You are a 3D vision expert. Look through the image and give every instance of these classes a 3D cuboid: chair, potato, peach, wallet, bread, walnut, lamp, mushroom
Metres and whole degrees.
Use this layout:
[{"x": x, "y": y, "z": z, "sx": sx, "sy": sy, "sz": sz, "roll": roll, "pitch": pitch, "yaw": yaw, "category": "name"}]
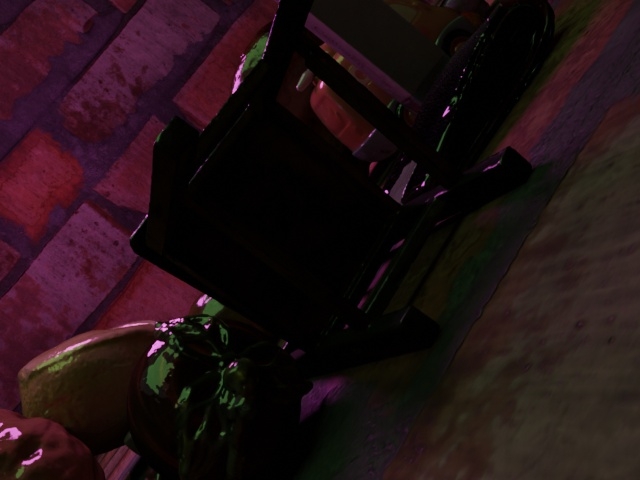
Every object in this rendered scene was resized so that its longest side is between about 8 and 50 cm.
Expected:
[{"x": -0.038, "y": -0.014, "z": 0.742, "sx": 0.203, "sy": 0.241, "sz": 0.416, "roll": -58, "pitch": 9, "yaw": -23, "category": "chair"}, {"x": -0.136, "y": 0.136, "z": 1.134, "sx": 0.176, "sy": 0.137, "sz": 0.137, "roll": -57, "pitch": 8, "yaw": -17, "category": "potato"}, {"x": 0.246, "y": -0.354, "z": 1.339, "sx": 0.098, "sy": 0.061, "sz": 0.098, "roll": -48, "pitch": 15, "yaw": 17, "category": "peach"}, {"x": 0.148, "y": -0.140, "z": 0.896, "sx": 0.262, "sy": 0.071, "sz": 0.221, "roll": -61, "pitch": 9, "yaw": -12, "category": "wallet"}, {"x": -0.421, "y": 0.294, "z": 1.539, "sx": 0.320, "sy": 0.237, "sz": 0.320, "roll": -27, "pitch": -6, "yaw": -3, "category": "bread"}, {"x": -0.533, "y": 0.471, "z": 1.278, "sx": 0.383, "sy": 0.383, "sz": 0.383, "roll": -52, "pitch": 7, "yaw": 9, "category": "walnut"}, {"x": -0.110, "y": 0.143, "z": 0.703, "sx": 0.223, "sy": 0.151, "sz": 0.215, "roll": -38, "pitch": 39, "yaw": 34, "category": "lamp"}, {"x": -0.001, "y": -0.251, "z": 1.364, "sx": 0.239, "sy": 0.345, "sz": 0.345, "roll": 11, "pitch": 55, "yaw": 37, "category": "mushroom"}]

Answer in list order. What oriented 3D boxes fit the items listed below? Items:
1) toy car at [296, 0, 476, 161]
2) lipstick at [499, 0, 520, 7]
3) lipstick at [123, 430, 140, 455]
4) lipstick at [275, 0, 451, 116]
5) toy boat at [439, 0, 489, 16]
[{"x": 0.101, "y": -0.265, "z": 1.206, "sx": 0.270, "sy": 0.212, "sz": 0.180, "roll": -54, "pitch": 7, "yaw": -13, "category": "toy car"}, {"x": 0.299, "y": -0.344, "z": 0.954, "sx": 0.057, "sy": 0.057, "sz": 0.357, "roll": -53, "pitch": 6, "yaw": 0, "category": "lipstick"}, {"x": -0.272, "y": 0.312, "z": 1.333, "sx": 0.253, "sy": 0.079, "sz": 0.077, "roll": -47, "pitch": 9, "yaw": 51, "category": "lipstick"}, {"x": 0.045, "y": -0.292, "z": 1.042, "sx": 0.080, "sy": 0.371, "sz": 0.076, "roll": -53, "pitch": 7, "yaw": -2, "category": "lipstick"}, {"x": 0.260, "y": -0.408, "z": 1.539, "sx": 0.227, "sy": 0.085, "sz": 0.155, "roll": -62, "pitch": -7, "yaw": 27, "category": "toy boat"}]
